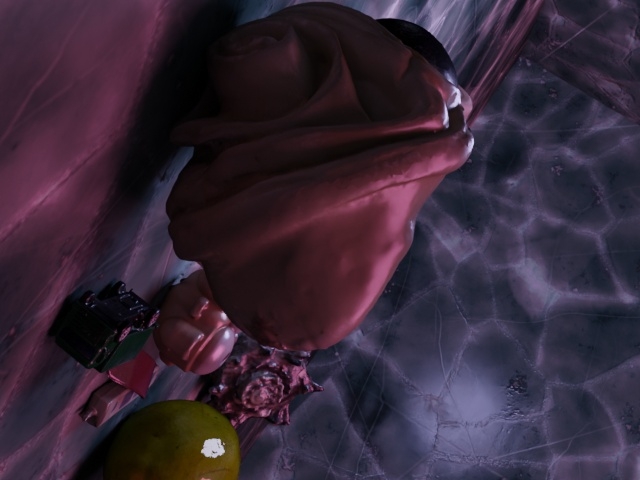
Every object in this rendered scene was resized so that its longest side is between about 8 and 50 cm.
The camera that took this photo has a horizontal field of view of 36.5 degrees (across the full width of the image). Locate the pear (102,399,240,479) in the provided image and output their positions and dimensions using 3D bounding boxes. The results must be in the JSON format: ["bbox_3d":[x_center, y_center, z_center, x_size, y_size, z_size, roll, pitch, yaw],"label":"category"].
[{"bbox_3d":[-0.232,0.353,1.532,0.212,0.212,0.269,-60,171,21],"label":"pear"}]

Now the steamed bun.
[{"bbox_3d":[-0.037,-0.086,0.948,0.324,0.219,0.310,-53,-151,2],"label":"steamed bun"}]

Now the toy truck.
[{"bbox_3d":[-0.232,0.094,1.060,0.079,0.065,0.147,-54,173,7],"label":"toy truck"}]

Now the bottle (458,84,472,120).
[{"bbox_3d":[0.142,-0.164,1.788,0.173,0.206,0.297,13,121,-34],"label":"bottle"}]

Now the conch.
[{"bbox_3d":[-0.141,0.293,1.971,0.240,0.186,0.313,-7,155,-43],"label":"conch"}]

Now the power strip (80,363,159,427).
[{"bbox_3d":[-0.276,0.209,1.343,0.047,0.030,0.191,-61,171,22],"label":"power strip"}]

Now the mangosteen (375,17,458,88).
[{"bbox_3d":[0.076,-0.191,1.325,0.243,0.243,0.243,-55,171,-13],"label":"mangosteen"}]

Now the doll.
[{"bbox_3d":[-0.160,0.113,1.376,0.154,0.119,0.278,-53,176,-3],"label":"doll"}]

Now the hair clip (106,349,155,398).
[{"bbox_3d":[-0.247,0.176,1.303,0.137,0.022,0.054,64,41,-65],"label":"hair clip"}]
